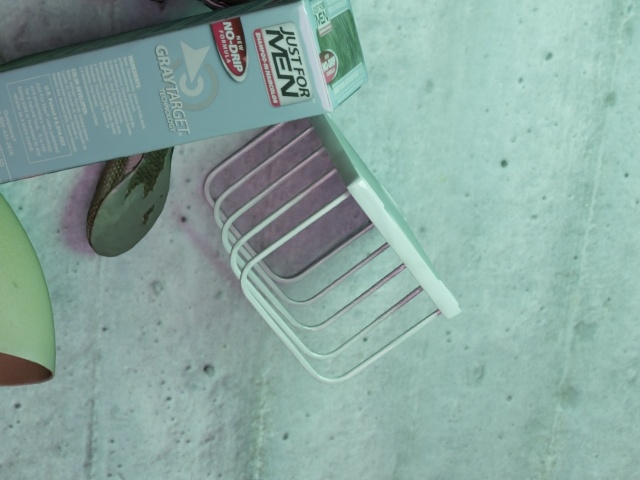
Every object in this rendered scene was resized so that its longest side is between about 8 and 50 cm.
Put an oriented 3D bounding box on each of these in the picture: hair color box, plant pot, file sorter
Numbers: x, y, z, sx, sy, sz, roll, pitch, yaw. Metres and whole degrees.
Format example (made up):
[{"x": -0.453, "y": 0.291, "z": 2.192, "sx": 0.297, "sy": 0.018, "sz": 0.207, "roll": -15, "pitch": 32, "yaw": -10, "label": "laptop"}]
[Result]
[{"x": -0.157, "y": -0.158, "z": 1.646, "sx": 0.374, "sy": 0.185, "sz": 0.114, "roll": -12, "pitch": 102, "yaw": 16, "label": "hair color box"}, {"x": -0.412, "y": 0.035, "z": 1.722, "sx": 0.284, "sy": 0.284, "sz": 0.191, "roll": 8, "pitch": 75, "yaw": -17, "label": "plant pot"}, {"x": 0.000, "y": 0.000, "z": 1.780, "sx": 0.173, "sy": 0.278, "sz": 0.193, "roll": -36, "pitch": 116, "yaw": 5, "label": "file sorter"}]

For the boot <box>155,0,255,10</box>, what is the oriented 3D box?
[{"x": -0.101, "y": -0.356, "z": 1.708, "sx": 0.263, "sy": 0.091, "sz": 0.229, "roll": 8, "pitch": 111, "yaw": -15, "label": "boot"}]

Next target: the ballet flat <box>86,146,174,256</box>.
[{"x": -0.203, "y": -0.096, "z": 1.817, "sx": 0.084, "sy": 0.058, "sz": 0.250, "roll": 2, "pitch": 119, "yaw": -38, "label": "ballet flat"}]
